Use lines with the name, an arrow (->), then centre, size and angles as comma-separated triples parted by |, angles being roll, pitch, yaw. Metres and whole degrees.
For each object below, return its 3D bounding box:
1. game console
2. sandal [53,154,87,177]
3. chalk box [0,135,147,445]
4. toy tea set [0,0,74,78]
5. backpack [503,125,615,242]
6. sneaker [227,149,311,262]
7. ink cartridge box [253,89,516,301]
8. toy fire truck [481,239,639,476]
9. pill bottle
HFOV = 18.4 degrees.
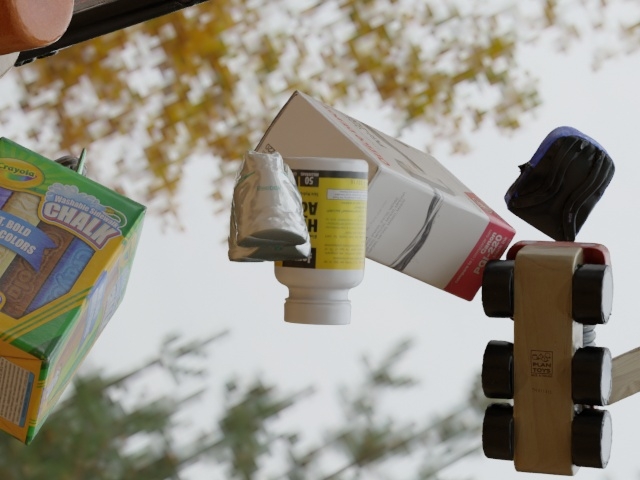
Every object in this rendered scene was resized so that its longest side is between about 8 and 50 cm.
game console -> -0.215, -0.251, 2.179 | 0.060, 0.386, 0.342 | 69, 23, -12
sandal -> -0.382, -0.059, 2.348 | 0.060, 0.219, 0.090 | 52, -27, 26
chalk box -> -0.223, 0.022, 1.528 | 0.132, 0.213, 0.132 | 26, -37, 5
toy tea set -> -0.286, -0.112, 1.103 | 0.124, 0.336, 0.200 | 4, -93, 34
backpack -> 0.279, -0.074, 2.307 | 0.098, 0.120, 0.101 | 30, 14, -11
sneaker -> -0.032, -0.019, 1.256 | 0.152, 0.053, 0.061 | 119, -34, -79
ink cartridge box -> 0.060, -0.042, 1.909 | 0.218, 0.092, 0.158 | 21, 18, -44
toy fire truck -> 0.265, 0.101, 1.955 | 0.246, 0.158, 0.217 | -28, 118, -68
pill bottle -> 0.000, 0.000, 1.390 | 0.065, 0.065, 0.116 | -175, -93, -68
